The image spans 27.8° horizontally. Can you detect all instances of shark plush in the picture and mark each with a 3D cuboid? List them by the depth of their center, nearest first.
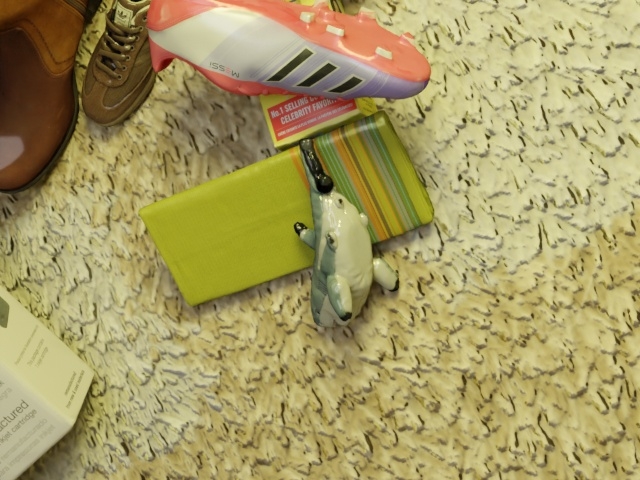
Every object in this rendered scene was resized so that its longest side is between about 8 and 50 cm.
[{"bbox_3d":[0.000,0.000,1.051,0.067,0.073,0.161,3,125,45],"label":"shark plush"}]

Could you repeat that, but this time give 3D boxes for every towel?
[{"bbox_3d":[-0.030,-0.024,1.087,0.237,0.021,0.102,-20,107,19],"label":"towel"}]

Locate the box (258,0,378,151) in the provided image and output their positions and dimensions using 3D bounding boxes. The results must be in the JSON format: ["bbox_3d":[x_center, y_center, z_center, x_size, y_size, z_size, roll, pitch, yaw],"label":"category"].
[{"bbox_3d":[-0.027,-0.195,1.098,0.087,0.058,0.232,-20,80,18],"label":"box"}]

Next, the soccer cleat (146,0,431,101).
[{"bbox_3d":[-0.029,-0.147,1.031,0.248,0.083,0.095,21,118,18],"label":"soccer cleat"}]

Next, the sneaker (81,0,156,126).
[{"bbox_3d":[-0.171,-0.192,1.147,0.066,0.071,0.188,31,97,20],"label":"sneaker"}]

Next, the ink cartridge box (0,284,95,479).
[{"bbox_3d":[-0.367,0.107,1.117,0.198,0.115,0.273,-42,104,14],"label":"ink cartridge box"}]

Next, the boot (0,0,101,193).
[{"bbox_3d":[-0.265,-0.167,1.066,0.096,0.280,0.264,28,94,6],"label":"boot"}]
